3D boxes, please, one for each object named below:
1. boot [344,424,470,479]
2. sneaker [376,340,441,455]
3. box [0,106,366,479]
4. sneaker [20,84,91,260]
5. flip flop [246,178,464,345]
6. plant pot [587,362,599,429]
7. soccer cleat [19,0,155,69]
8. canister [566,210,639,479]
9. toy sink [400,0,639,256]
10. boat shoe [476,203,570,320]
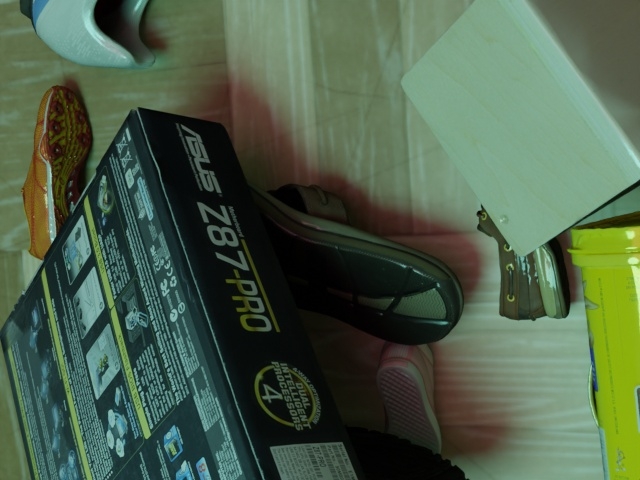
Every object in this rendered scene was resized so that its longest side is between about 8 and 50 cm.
[{"bbox_3d":[-0.018,0.285,0.792,0.348,0.131,0.260,1,90,51],"label":"boot"},{"bbox_3d":[0.078,0.136,0.825,0.051,0.070,0.134,-3,123,14],"label":"sneaker"},{"bbox_3d":[-0.127,0.147,0.750,0.318,0.097,0.395,-49,51,34],"label":"box"},{"bbox_3d":[-0.264,-0.063,0.934,0.067,0.064,0.175,7,95,31],"label":"sneaker"},{"bbox_3d":[0.000,0.000,0.819,0.277,0.080,0.112,20,133,24],"label":"flip flop"},{"bbox_3d":[0.272,0.102,0.712,0.134,0.095,0.134,2,95,22],"label":"plant pot"},{"bbox_3d":[-0.159,-0.308,0.842,0.143,0.116,0.331,25,111,22],"label":"soccer cleat"},{"bbox_3d":[0.221,0.068,0.611,0.073,0.126,0.169,-3,96,47],"label":"canister"},{"bbox_3d":[0.199,-0.111,0.689,0.152,0.234,0.131,56,140,8],"label":"toy sink"},{"bbox_3d":[0.152,-0.021,0.766,0.060,0.064,0.178,-11,93,21],"label":"boat shoe"}]
